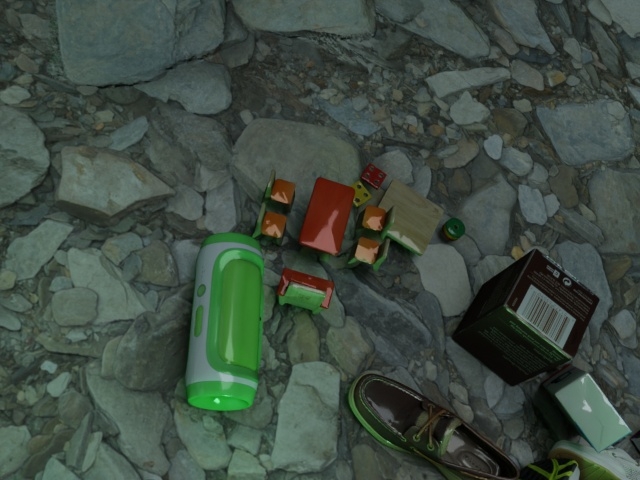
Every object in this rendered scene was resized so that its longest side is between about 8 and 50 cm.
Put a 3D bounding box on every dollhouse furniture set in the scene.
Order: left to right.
[{"bbox_3d":[0.000,0.000,1.359,0.262,0.135,0.259,16,67,-4],"label":"dollhouse furniture set"}]

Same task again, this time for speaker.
[{"bbox_3d":[-0.166,0.140,1.253,0.131,0.131,0.296,10,62,-17],"label":"speaker"}]

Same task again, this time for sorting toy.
[{"bbox_3d":[0.172,-0.049,1.526,0.275,0.046,0.132,33,58,-5],"label":"sorting toy"}]

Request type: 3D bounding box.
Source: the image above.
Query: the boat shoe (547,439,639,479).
[{"bbox_3d":[0.579,0.459,1.418,0.277,0.098,0.096,28,45,-5],"label":"boat shoe"}]

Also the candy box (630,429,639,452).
[{"bbox_3d":[0.789,0.479,1.498,0.159,0.071,0.233,-23,76,-30],"label":"candy box"}]

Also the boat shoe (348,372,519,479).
[{"bbox_3d":[0.212,0.348,1.302,0.342,0.123,0.123,38,58,-1],"label":"boat shoe"}]

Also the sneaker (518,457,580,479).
[{"bbox_3d":[0.372,0.521,1.227,0.385,0.145,0.147,-20,91,-45],"label":"sneaker"}]

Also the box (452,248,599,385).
[{"bbox_3d":[0.409,0.157,1.427,0.168,0.203,0.167,38,58,-1],"label":"box"}]

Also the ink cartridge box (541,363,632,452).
[{"bbox_3d":[0.521,0.326,1.418,0.078,0.231,0.134,-36,80,5],"label":"ink cartridge box"}]

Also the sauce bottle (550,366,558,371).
[{"bbox_3d":[0.508,0.220,1.530,0.042,0.042,0.128,32,60,-5],"label":"sauce bottle"}]
